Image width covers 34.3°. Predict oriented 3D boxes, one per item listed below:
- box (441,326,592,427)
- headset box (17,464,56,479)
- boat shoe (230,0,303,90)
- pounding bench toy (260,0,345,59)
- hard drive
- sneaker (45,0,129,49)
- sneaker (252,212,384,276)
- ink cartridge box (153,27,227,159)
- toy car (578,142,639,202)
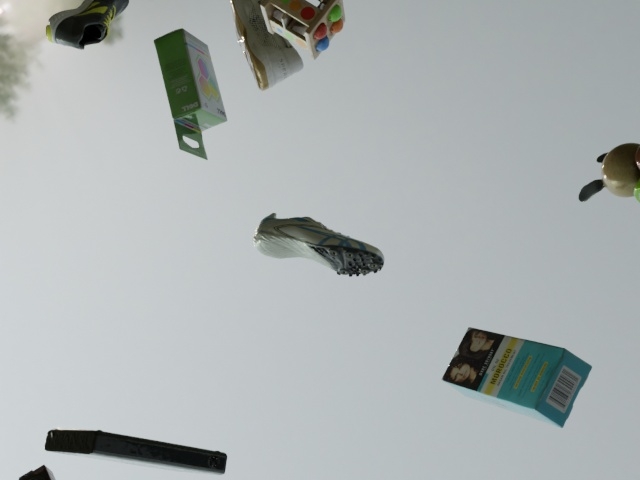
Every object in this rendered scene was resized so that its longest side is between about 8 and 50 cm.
[{"bbox_3d":[0.284,0.197,1.535,0.100,0.060,0.244,-61,-157,-11],"label":"box"},{"bbox_3d":[-0.382,0.348,1.397,0.062,0.032,0.083,-30,-122,-8],"label":"headset box"},{"bbox_3d":[-0.091,-0.355,1.762,0.096,0.098,0.277,-17,-132,-5],"label":"boat shoe"},{"bbox_3d":[-0.004,-0.227,0.992,0.083,0.065,0.052,-53,165,-11],"label":"pounding bench toy"},{"bbox_3d":[-0.165,0.189,0.930,0.094,0.135,0.022,-10,-114,50],"label":"hard drive"},{"bbox_3d":[-0.178,-0.173,0.825,0.035,0.031,0.083,30,-130,20],"label":"sneaker"},{"bbox_3d":[0.000,0.000,1.764,0.237,0.085,0.086,13,-124,20],"label":"sneaker"},{"bbox_3d":[-0.223,-0.258,1.840,0.062,0.209,0.109,-18,168,17],"label":"ink cartridge box"},{"bbox_3d":[0.488,-0.095,1.585,0.188,0.149,0.155,1,-130,51],"label":"toy car"}]
